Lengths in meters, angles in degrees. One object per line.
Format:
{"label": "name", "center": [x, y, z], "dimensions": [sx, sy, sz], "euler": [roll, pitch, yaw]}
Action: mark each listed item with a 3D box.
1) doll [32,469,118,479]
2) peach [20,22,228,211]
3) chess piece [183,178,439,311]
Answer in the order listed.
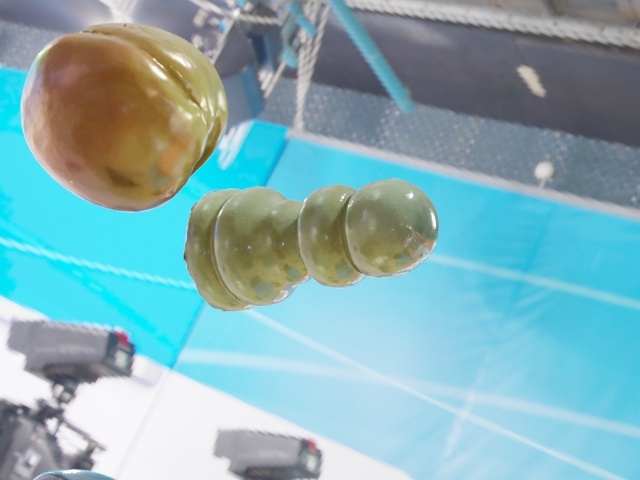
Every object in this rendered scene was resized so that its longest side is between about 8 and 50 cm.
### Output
{"label": "doll", "center": [-0.228, 0.272, 0.823], "dimensions": [0.314, 0.141, 0.177], "euler": [-1, 56, -47]}
{"label": "peach", "center": [-0.180, -0.115, 0.975], "dimensions": [0.184, 0.184, 0.184], "euler": [25, -14, 7]}
{"label": "chess piece", "center": [0.000, 0.000, 1.048], "dimensions": [0.243, 0.133, 0.133], "euler": [-6, -31, 33]}
